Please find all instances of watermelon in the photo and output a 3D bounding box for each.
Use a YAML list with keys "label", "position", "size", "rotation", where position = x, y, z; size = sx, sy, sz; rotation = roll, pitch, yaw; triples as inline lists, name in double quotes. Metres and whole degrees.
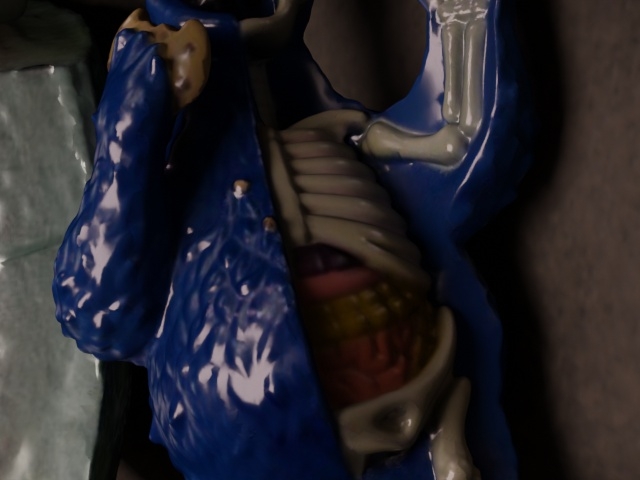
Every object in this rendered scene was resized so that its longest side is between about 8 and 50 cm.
- label: "watermelon"
  position: [-0.215, 0.009, 0.798]
  size: [0.387, 0.258, 0.228]
  rotation: [36, 128, 53]

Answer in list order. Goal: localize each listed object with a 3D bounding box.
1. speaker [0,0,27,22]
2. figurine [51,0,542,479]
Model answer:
- label: "speaker"
  position: [-0.247, -0.227, 0.839]
  size: [0.406, 0.183, 0.184]
  rotation: [-143, 59, -60]
- label: "figurine"
  position: [-0.006, 0.007, 0.638]
  size: [0.121, 0.164, 0.262]
  rotation: [77, -169, -78]
